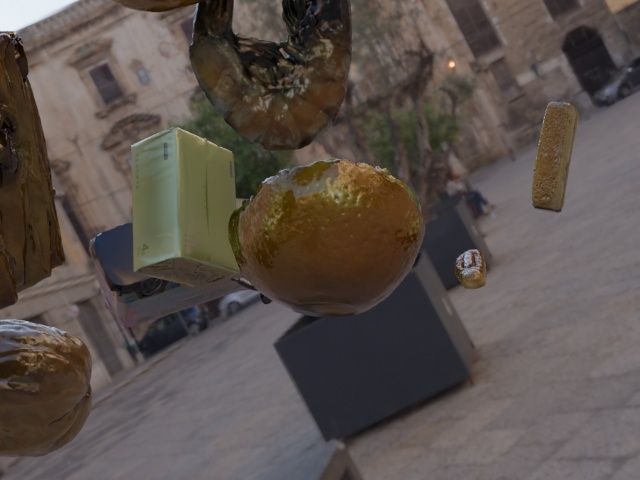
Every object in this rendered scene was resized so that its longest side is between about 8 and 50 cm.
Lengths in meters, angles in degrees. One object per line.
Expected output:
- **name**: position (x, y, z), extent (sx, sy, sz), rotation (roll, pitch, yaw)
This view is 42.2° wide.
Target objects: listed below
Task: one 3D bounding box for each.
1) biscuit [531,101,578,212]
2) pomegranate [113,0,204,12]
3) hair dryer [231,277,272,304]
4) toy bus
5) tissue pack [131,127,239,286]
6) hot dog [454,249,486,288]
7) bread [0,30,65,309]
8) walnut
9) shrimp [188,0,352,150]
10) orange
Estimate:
- **biscuit**: position (0.411, -0.144, 1.448), extent (0.056, 0.188, 0.052), rotation (6, 4, -44)
- **pomegranate**: position (-0.174, -0.350, 0.894), extent (0.207, 0.207, 0.207), rotation (-27, 0, 0)
- **hair dryer**: position (-0.110, 0.070, 1.417), extent (0.079, 0.083, 0.031), rotation (-75, 8, -56)
- **toy bus**: position (-0.278, 0.043, 1.746), extent (0.386, 0.171, 0.162), rotation (-17, -36, -26)
- **tissue pack**: position (-0.231, -0.054, 1.417), extent (0.125, 0.234, 0.159), rotation (-16, -21, 30)
- **hot dog**: position (0.205, 0.038, 1.137), extent (0.044, 0.028, 0.137), rotation (-8, 14, 14)
- **bread**: position (-0.438, -0.045, 0.799), extent (0.369, 0.314, 0.191), rotation (-15, 17, -26)
- **walnut**: position (-0.418, 0.201, 1.121), extent (0.213, 0.213, 0.213), rotation (-27, 0, 0)
- **shrimp**: position (-0.056, -0.296, 1.045), extent (0.233, 0.365, 0.071), rotation (-1, 3, -34)
- **orange**: position (-0.002, 0.009, 1.227), extent (0.334, 0.262, 0.196), rotation (-21, 46, 63)
